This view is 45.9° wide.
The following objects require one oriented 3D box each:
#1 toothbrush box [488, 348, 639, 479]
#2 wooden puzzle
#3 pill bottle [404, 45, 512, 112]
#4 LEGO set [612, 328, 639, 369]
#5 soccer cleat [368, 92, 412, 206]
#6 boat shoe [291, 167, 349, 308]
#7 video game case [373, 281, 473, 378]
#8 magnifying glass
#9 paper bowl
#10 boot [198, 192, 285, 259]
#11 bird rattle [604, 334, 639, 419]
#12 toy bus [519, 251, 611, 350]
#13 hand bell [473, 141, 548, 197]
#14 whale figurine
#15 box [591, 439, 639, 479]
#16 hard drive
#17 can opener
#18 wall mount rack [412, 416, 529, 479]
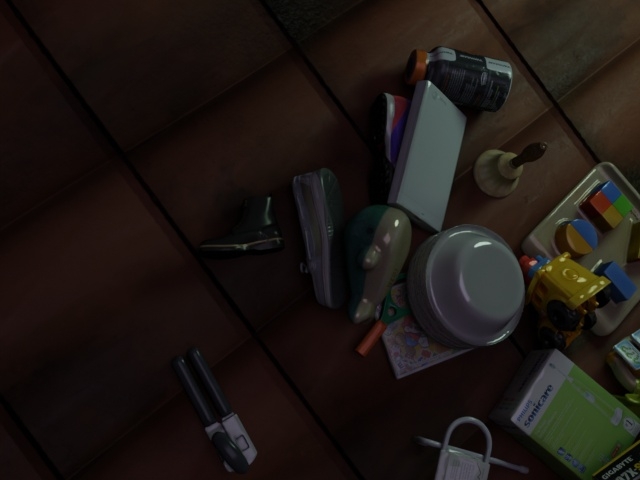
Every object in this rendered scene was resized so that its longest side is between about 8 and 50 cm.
[{"bbox_3d":[0.577,0.422,1.781,0.283,0.122,0.206,39,74,-5],"label":"toothbrush box"},{"bbox_3d":[0.727,0.014,1.912,0.348,0.080,0.322,-42,92,-17],"label":"wooden puzzle"},{"bbox_3d":[0.334,-0.402,1.864,0.245,0.130,0.131,10,78,-12],"label":"pill bottle"},{"bbox_3d":[0.850,0.299,1.804,0.182,0.060,0.244,-22,58,-27],"label":"LEGO set"},{"bbox_3d":[0.185,-0.194,1.808,0.116,0.108,0.319,5,78,-22],"label":"soccer cleat"},{"bbox_3d":[-0.001,-0.001,1.732,0.103,0.118,0.321,-11,84,30],"label":"boat shoe"},{"bbox_3d":[0.243,0.192,1.790,0.226,0.026,0.207,-18,85,-16],"label":"video game case"},{"bbox_3d":[0.158,0.172,1.748,0.092,0.026,0.231,41,71,-4],"label":"magnifying glass"},{"bbox_3d":[0.352,0.103,1.744,0.284,0.148,0.285,7,74,-26],"label":"paper bowl"},{"bbox_3d":[-0.187,-0.034,1.709,0.197,0.077,0.137,-4,76,-28],"label":"boot"},{"bbox_3d":[0.817,0.323,1.860,0.253,0.143,0.207,-28,71,-20],"label":"bird rattle"},{"bbox_3d":[0.553,0.135,1.811,0.149,0.220,0.211,-30,57,-27],"label":"toy bus"},{"bbox_3d":[0.473,-0.191,1.802,0.126,0.242,0.126,3,79,-13],"label":"hand bell"},{"bbox_3d":[0.104,0.050,1.694,0.141,0.216,0.272,19,91,19],"label":"whale figurine"},{"bbox_3d":[0.762,0.600,1.740,0.257,0.079,0.322,-28,119,-15],"label":"box"},{"bbox_3d":[0.258,-0.195,1.800,0.203,0.040,0.308,29,71,-47],"label":"hard drive"},{"bbox_3d":[-0.223,0.362,1.610,0.076,0.095,0.284,-28,88,-17],"label":"can opener"},{"bbox_3d":[0.332,0.582,1.697,0.304,0.130,0.350,18,77,-6],"label":"wall mount rack"}]
